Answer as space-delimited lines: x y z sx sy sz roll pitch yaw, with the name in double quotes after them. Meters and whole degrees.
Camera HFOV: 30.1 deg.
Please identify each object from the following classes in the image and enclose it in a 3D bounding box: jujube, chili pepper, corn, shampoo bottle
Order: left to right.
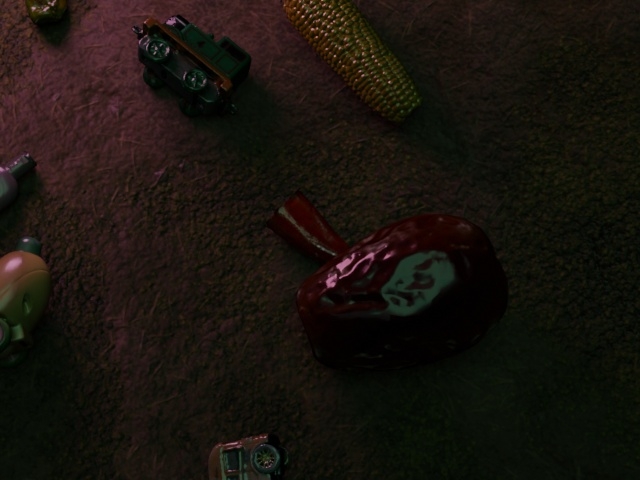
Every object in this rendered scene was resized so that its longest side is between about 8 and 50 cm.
-0.528 -0.082 1.904 0.165 0.040 0.080 -41 80 -13 "shampoo bottle"
-0.472 -0.461 1.997 0.072 0.073 0.203 -10 86 -25 "chili pepper"
0.002 -0.002 1.911 0.169 0.065 0.088 41 62 1 "chili pepper"
0.051 -0.318 1.975 0.106 0.106 0.305 -37 82 -12 "corn"
0.125 0.084 1.824 0.318 0.223 0.223 -20 77 -1 "jujube"

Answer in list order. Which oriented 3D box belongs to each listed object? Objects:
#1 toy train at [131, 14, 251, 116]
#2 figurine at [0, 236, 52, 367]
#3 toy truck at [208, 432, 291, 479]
-0.208 -0.294 1.961 0.228 0.091 0.136 41 66 9 "toy train"
-0.569 0.098 1.811 0.325 0.124 0.222 -16 76 -4 "figurine"
-0.112 0.419 1.762 0.140 0.108 0.256 -7 78 8 "toy truck"
